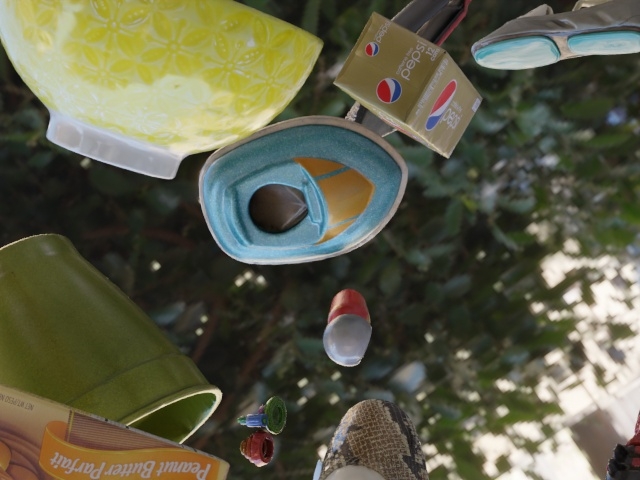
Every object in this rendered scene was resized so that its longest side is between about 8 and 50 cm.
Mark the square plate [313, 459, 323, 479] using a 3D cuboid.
[{"bbox_3d":[0.086,0.549,1.853,0.347,0.049,0.344,-133,23,-61],"label":"square plate"}]

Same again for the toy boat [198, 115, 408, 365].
[{"bbox_3d":[0.000,0.000,1.585,0.148,0.267,0.318,-85,-23,-68],"label":"toy boat"}]

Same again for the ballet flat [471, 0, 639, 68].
[{"bbox_3d":[0.282,-0.244,1.440,0.072,0.213,0.068,48,-136,-55],"label":"ballet flat"}]

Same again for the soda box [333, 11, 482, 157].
[{"bbox_3d":[0.069,-0.110,0.916,0.061,0.058,0.181,31,-176,15],"label":"soda box"}]

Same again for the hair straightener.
[{"bbox_3d":[0.142,-0.282,1.295,0.047,0.230,0.089,33,166,51],"label":"hair straightener"}]

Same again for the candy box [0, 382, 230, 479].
[{"bbox_3d":[-0.280,0.283,1.381,0.316,0.183,0.087,20,172,-8],"label":"candy box"}]

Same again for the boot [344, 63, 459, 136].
[{"bbox_3d":[0.127,-0.189,1.986,0.161,0.246,0.083,21,180,-11],"label":"boot"}]

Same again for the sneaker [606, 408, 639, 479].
[{"bbox_3d":[0.476,0.285,1.672,0.276,0.097,0.135,-43,-63,-42],"label":"sneaker"}]

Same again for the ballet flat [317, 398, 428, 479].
[{"bbox_3d":[0.044,0.451,1.607,0.182,0.164,0.483,14,-98,-69],"label":"ballet flat"}]

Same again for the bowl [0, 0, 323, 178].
[{"bbox_3d":[-0.156,-0.143,1.062,0.289,0.156,0.289,18,-175,-2],"label":"bowl"}]

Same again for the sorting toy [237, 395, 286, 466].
[{"bbox_3d":[-0.084,0.255,1.685,0.061,0.042,0.102,59,-142,-42],"label":"sorting toy"}]

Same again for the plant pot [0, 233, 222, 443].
[{"bbox_3d":[-0.398,0.192,1.899,0.353,0.366,0.366,55,-164,15],"label":"plant pot"}]
